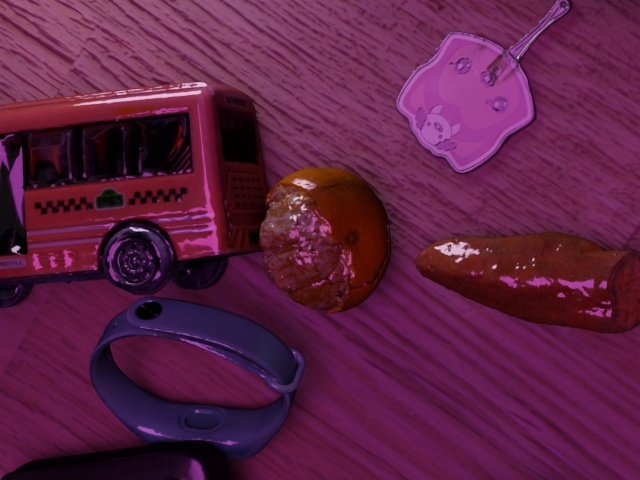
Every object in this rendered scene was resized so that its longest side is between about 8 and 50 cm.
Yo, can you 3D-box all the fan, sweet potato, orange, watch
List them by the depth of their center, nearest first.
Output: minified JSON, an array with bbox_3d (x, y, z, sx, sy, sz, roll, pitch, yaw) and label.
[{"bbox_3d":[0.221,0.036,1.580,0.251,0.097,0.097,11,98,13],"label":"sweet potato"},{"bbox_3d":[0.183,-0.176,1.613,0.220,0.009,0.132,-44,84,15],"label":"fan"},{"bbox_3d":[0.000,0.000,1.613,0.156,0.134,0.157,3,84,-27],"label":"orange"},{"bbox_3d":[-0.131,0.151,1.660,0.237,0.068,0.195,6,129,14],"label":"watch"}]

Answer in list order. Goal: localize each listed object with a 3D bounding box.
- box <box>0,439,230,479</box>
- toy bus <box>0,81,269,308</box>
[{"bbox_3d":[-0.212,0.374,1.716,0.290,0.073,0.289,-10,98,25],"label":"box"},{"bbox_3d":[-0.278,-0.048,1.655,0.426,0.203,0.233,-5,89,15],"label":"toy bus"}]
